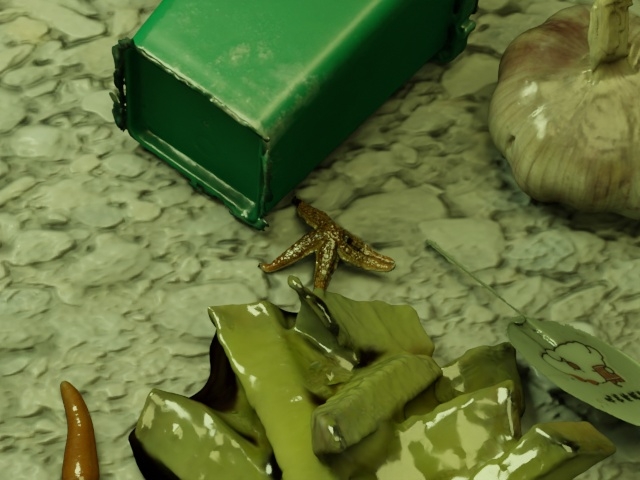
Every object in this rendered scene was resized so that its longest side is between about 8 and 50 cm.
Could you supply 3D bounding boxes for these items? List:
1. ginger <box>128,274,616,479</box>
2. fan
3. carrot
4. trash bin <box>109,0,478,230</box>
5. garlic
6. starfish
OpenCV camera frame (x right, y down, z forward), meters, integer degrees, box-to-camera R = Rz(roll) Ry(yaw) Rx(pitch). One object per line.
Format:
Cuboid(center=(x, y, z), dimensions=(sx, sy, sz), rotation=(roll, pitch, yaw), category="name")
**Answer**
Cuboid(center=(0.054, 0.160, 1.703), dimensions=(0.413, 0.211, 0.358), rotation=(23, 55, 7), category="ginger")
Cuboid(center=(0.215, 0.089, 1.843), dimensions=(0.329, 0.009, 0.190), rotation=(38, 23, 30), category="fan")
Cuboid(center=(-0.225, 0.190, 1.743), dimensions=(0.035, 0.035, 0.142), rotation=(-3, 51, -10), category="carrot")
Cuboid(center=(-0.014, -0.233, 1.899), dimensions=(0.259, 0.295, 0.381), rotation=(33, 64, 13), category="trash bin")
Cuboid(center=(0.295, -0.170, 1.926), dimensions=(0.245, 0.253, 0.245), rotation=(1, 51, -1), category="garlic")
Cuboid(center=(-0.001, -0.002, 1.892), dimensions=(0.133, 0.041, 0.130), rotation=(-17, 61, -19), category="starfish")
